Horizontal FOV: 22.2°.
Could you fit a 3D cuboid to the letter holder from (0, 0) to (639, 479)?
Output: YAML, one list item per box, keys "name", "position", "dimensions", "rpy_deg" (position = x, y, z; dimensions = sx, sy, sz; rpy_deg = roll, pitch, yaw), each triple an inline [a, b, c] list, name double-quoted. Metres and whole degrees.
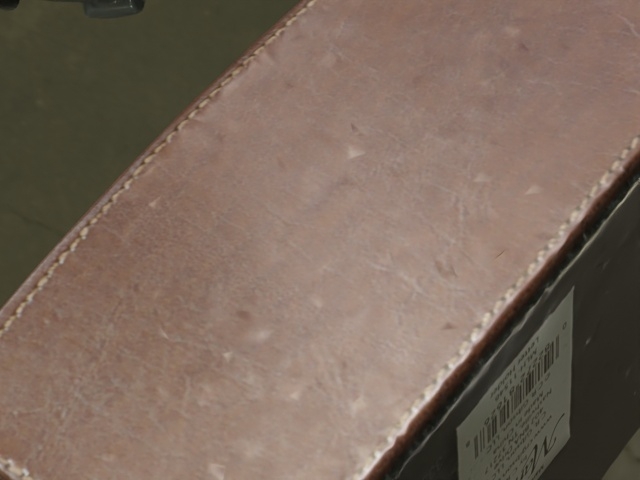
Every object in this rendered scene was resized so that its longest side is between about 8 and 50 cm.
- name: "letter holder"
  position: [0.000, 0.000, 0.552]
  dimensions: [0.302, 0.214, 0.152]
  rpy_deg: [-47, 149, -27]

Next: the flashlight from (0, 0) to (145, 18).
- name: "flashlight"
  position: [-0.087, -0.235, 0.562]
  dimensions: [0.103, 0.103, 0.304]
  rpy_deg: [0, 79, -22]
